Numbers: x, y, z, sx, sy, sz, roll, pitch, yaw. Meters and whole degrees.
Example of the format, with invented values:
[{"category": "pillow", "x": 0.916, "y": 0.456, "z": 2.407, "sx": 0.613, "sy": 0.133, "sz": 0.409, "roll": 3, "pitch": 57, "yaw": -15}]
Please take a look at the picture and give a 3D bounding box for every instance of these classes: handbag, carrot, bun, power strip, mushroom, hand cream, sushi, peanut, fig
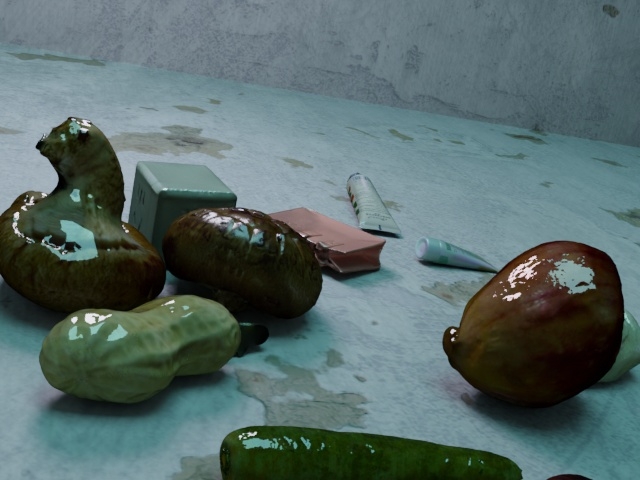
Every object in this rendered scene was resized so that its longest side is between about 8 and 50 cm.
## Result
[{"category": "handbag", "x": 0.000, "y": 0.000, "z": 1.632, "sx": 0.212, "sy": 0.059, "sz": 0.157, "roll": 23, "pitch": 21, "yaw": 33}, {"category": "carrot", "x": 0.066, "y": 0.245, "z": 0.957, "sx": 0.358, "sy": 0.074, "sz": 0.074, "roll": 7, "pitch": 19, "yaw": -19}, {"category": "bun", "x": 0.416, "y": 0.130, "z": 1.416, "sx": 0.231, "sy": 0.133, "sz": 0.231, "roll": 11, "pitch": 17, "yaw": -3}, {"category": "power strip", "x": -0.249, "y": -0.056, "z": 1.508, "sx": 0.139, "sy": 0.140, "sz": 0.224, "roll": 1, "pitch": 22, "yaw": -26}, {"category": "mushroom", "x": -0.113, "y": 0.030, "z": 1.332, "sx": 0.253, "sy": 0.153, "sz": 0.253, "roll": 21, "pitch": 6, "yaw": -2}, {"category": "hand cream", "x": 0.106, "y": -0.080, "z": 1.945, "sx": 0.095, "sy": 0.059, "sz": 0.276, "roll": 9, "pitch": 24, "yaw": -13}, {"category": "sushi", "x": -0.116, "y": 0.137, "z": 1.217, "sx": 0.083, "sy": 0.044, "sz": 0.046, "roll": -1, "pitch": 2, "yaw": -40}, {"category": "hand cream", "x": 0.273, "y": 0.032, "z": 1.750, "sx": 0.174, "sy": 0.047, "sz": 0.076, "roll": 13, "pitch": 16, "yaw": -27}, {"category": "peanut", "x": -0.203, "y": 0.128, "z": 1.057, "sx": 0.125, "sy": 0.111, "sz": 0.274, "roll": 31, "pitch": 27, "yaw": 34}, {"category": "mushroom", "x": -0.330, "y": -0.002, "z": 1.239, "sx": 0.267, "sy": 0.254, "sz": 0.267, "roll": 21, "pitch": 42, "yaw": -20}, {"category": "fig", "x": 0.312, "y": 0.123, "z": 1.224, "sx": 0.224, "sy": 0.263, "sz": 0.224, "roll": 47, "pitch": -6, "yaw": 7}]

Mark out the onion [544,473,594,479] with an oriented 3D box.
[{"category": "onion", "x": 0.254, "y": 0.293, "z": 0.875, "sx": 0.118, "sy": 0.119, "sz": 0.117, "roll": 1, "pitch": 26, "yaw": -31}]
